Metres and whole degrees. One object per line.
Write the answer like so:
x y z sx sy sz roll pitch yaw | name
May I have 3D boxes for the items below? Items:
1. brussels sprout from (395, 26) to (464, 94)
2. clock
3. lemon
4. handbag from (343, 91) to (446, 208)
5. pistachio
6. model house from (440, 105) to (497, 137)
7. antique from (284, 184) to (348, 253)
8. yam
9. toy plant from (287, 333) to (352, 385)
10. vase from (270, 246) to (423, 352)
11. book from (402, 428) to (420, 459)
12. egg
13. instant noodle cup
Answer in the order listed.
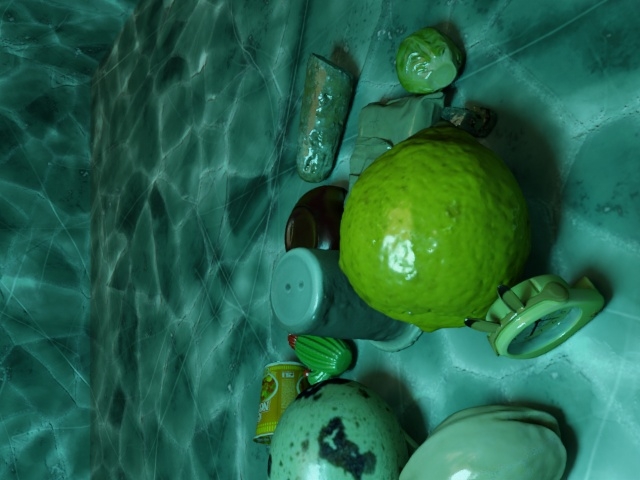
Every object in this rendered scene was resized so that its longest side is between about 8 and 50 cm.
0.227 -0.387 1.352 0.155 0.117 0.155 -32 49 46 | brussels sprout
0.342 0.121 1.011 0.170 0.231 0.069 -51 48 32 | clock
0.205 -0.023 1.118 0.349 0.349 0.388 14 100 52 | lemon
0.162 -0.171 1.401 0.253 0.109 0.316 13 93 57 | handbag
0.275 0.409 1.077 0.226 0.208 0.332 41 106 -1 | pistachio
0.299 -0.249 1.260 0.078 0.083 0.066 39 111 49 | model house
0.000 0.000 1.553 0.223 0.128 0.278 11 94 50 | antique
0.003 -0.312 1.612 0.133 0.133 0.331 22 103 51 | yam
-0.003 0.258 1.545 0.155 0.088 0.240 -50 32 11 | toy plant
0.056 0.121 1.330 0.245 0.291 0.245 -10 77 49 | vase
0.108 0.514 1.394 0.202 0.027 0.264 35 111 47 | book
0.034 0.470 1.241 0.287 0.287 0.380 -5 77 51 | egg
-0.087 0.411 1.575 0.168 0.168 0.185 -31 52 45 | instant noodle cup
